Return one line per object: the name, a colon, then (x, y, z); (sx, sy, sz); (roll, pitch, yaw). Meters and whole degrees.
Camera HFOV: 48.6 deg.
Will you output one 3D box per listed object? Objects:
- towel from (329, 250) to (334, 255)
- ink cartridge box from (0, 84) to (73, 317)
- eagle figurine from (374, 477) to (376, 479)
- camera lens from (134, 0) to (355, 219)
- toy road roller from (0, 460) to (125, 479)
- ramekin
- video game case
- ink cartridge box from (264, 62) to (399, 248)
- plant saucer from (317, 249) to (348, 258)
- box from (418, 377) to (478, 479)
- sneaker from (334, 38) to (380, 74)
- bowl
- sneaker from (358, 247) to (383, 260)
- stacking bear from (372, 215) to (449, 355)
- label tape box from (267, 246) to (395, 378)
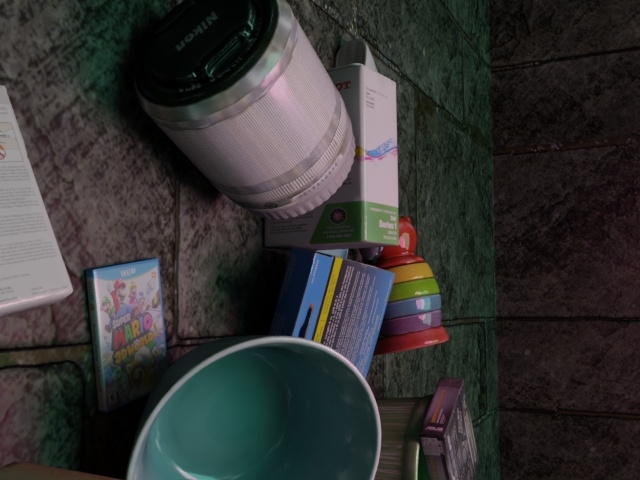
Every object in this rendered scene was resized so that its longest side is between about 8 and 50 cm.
towel: (0.027, 0.042, 1.412); (0.060, 0.009, 0.083); (33, 58, -58)
ink cartridge box: (-0.338, -0.034, 0.641); (0.181, 0.056, 0.224); (-14, 82, -64)
eagle figurine: (0.021, 0.537, 1.155); (0.226, 0.225, 0.298); (82, 4, -64)
camera lens: (-0.093, -0.180, 0.942); (0.274, 0.220, 0.219); (51, 43, -51)
toy road roller: (-0.225, 0.378, 0.656); (0.240, 0.203, 0.329); (43, 54, -72)
ramekin: (0.185, 0.484, 1.538); (0.303, 0.148, 0.303); (-2, 90, -64)
video game case: (-0.232, 0.110, 0.863); (0.119, 0.015, 0.166); (-12, 98, -64)
ink cartridge box: (0.017, -0.127, 1.168); (0.117, 0.201, 0.278); (6, 82, -54)
plant saucer: (0.000, 0.000, 1.338); (0.192, 0.018, 0.067); (46, 47, -49)
box: (0.273, 0.434, 1.487); (0.183, 0.056, 0.231); (-53, 134, -54)
sneaker: (0.091, -0.251, 1.462); (0.169, 0.108, 0.292); (45, 47, -50)
bowl: (-0.097, 0.242, 0.875); (0.312, 0.163, 0.311); (-6, 105, -24)
sneaker: (0.065, -0.060, 1.454); (0.098, 0.083, 0.223); (-18, 102, -40)
stacking bear: (0.174, 0.090, 1.546); (0.176, 0.164, 0.288); (-9, 82, -21)
label tape box: (-0.010, 0.139, 1.153); (0.334, 0.106, 0.240); (18, 87, -63)
